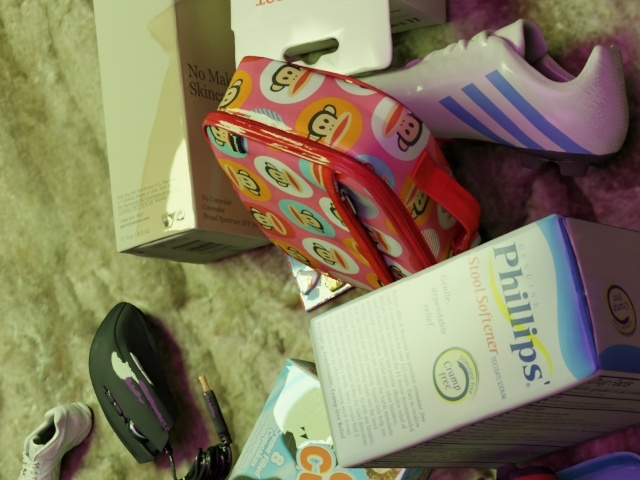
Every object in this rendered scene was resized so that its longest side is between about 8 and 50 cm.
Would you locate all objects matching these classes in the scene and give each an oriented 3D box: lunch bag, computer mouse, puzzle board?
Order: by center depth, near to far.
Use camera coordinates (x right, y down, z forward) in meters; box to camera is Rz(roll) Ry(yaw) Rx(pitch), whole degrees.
[{"bbox_3d":[0.043,-0.049,1.843,0.258,0.293,0.120,20,69,31],"label":"lunch bag"},{"bbox_3d":[0.000,0.000,2.029,0.096,0.011,0.128,-30,67,26],"label":"puzzle board"},{"bbox_3d":[-0.185,0.172,2.059,0.184,0.060,0.262,-40,62,45],"label":"computer mouse"}]

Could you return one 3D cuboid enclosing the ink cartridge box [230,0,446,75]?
[{"bbox_3d":[0.017,-0.323,2.000,0.207,0.119,0.354,-8,76,32],"label":"ink cartridge box"}]

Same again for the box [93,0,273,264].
[{"bbox_3d":[-0.149,-0.141,2.064,0.121,0.148,0.311,-16,76,36],"label":"box"}]

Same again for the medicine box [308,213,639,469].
[{"bbox_3d":[0.188,0.104,1.726,0.289,0.263,0.149,-25,69,33],"label":"medicine box"}]

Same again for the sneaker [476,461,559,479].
[{"bbox_3d":[0.127,0.328,1.797,0.276,0.097,0.135,-35,60,23],"label":"sneaker"}]

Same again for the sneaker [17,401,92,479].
[{"bbox_3d":[-0.323,0.250,2.170,0.053,0.061,0.152,34,103,30],"label":"sneaker"}]

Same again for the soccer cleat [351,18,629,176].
[{"bbox_3d":[0.154,-0.157,1.887,0.331,0.116,0.143,10,105,26],"label":"soccer cleat"}]

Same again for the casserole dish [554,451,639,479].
[{"bbox_3d":[0.258,0.274,1.805,0.188,0.037,0.114,-25,69,27],"label":"casserole dish"}]

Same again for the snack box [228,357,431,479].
[{"bbox_3d":[-0.023,0.308,1.967,0.187,0.060,0.322,31,99,32],"label":"snack box"}]
